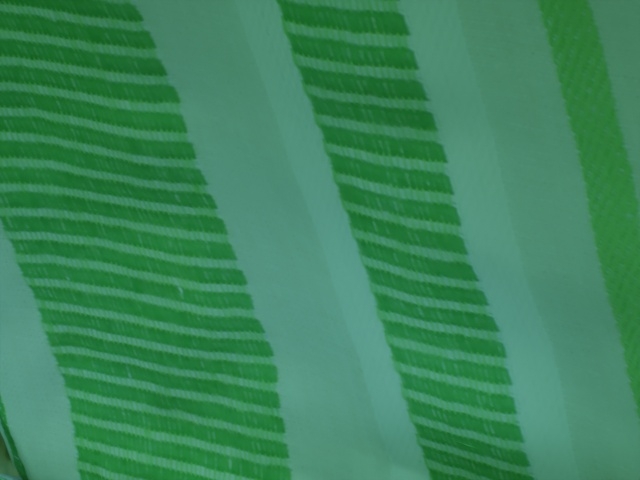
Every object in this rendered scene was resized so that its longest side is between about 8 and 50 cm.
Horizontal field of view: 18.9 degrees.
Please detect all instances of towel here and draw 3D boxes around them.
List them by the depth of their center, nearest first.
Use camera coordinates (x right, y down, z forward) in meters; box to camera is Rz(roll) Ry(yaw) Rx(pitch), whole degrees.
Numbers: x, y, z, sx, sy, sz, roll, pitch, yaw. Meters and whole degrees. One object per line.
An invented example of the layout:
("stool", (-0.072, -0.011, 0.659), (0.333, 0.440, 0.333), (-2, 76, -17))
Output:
("towel", (0.000, 0.000, 0.455), (0.325, 0.248, 0.038), (10, 41, 41))

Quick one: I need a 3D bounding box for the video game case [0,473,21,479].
("video game case", (-0.065, 0.196, 0.559), (0.193, 0.023, 0.212), (16, 86, 41))
